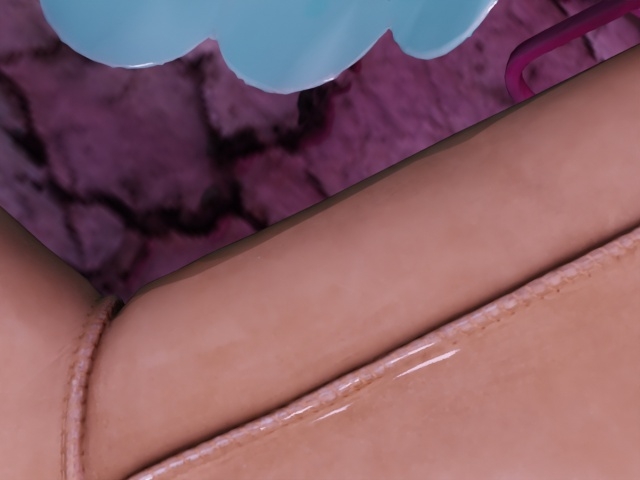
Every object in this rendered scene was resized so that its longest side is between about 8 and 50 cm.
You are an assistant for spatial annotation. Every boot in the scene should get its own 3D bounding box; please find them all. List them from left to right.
[{"bbox_3d":[0.000,0.000,0.442,0.269,0.089,0.236,-24,85,4],"label":"boot"}]

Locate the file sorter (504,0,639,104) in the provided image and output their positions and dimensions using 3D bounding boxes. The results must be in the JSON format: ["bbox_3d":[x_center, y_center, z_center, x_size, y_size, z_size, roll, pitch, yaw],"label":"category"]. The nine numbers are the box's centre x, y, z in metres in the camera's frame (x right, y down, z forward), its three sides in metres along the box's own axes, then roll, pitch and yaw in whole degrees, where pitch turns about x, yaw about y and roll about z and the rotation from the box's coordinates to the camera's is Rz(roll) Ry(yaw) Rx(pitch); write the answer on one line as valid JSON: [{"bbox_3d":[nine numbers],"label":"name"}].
[{"bbox_3d":[0.158,0.014,0.593,0.182,0.202,0.290,27,62,-25],"label":"file sorter"}]

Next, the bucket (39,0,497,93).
[{"bbox_3d":[-0.027,-0.198,0.477,0.281,0.281,0.183,40,53,-21],"label":"bucket"}]
